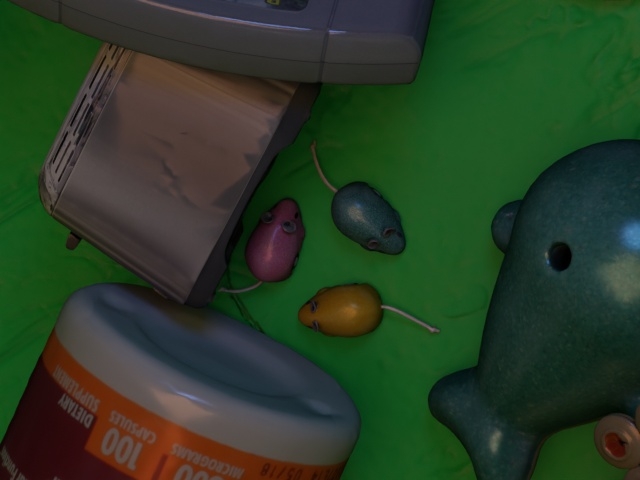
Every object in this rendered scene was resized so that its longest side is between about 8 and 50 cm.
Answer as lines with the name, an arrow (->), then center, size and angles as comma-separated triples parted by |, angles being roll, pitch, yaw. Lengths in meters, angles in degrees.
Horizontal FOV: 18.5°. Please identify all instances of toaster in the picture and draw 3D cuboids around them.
toaster -> -0.094, -0.076, 1.353 | 0.146, 0.129, 0.227 | 28, 105, -4

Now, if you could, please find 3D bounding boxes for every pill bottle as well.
pill bottle -> -0.149, 0.247, 1.360 | 0.224, 0.224, 0.392 | 26, 100, 9

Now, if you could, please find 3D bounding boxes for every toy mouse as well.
toy mouse -> 0.000, 0.000, 1.402 | 0.161, 0.031, 0.143 | -2, 95, 13

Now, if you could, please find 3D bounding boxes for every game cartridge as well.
game cartridge -> -0.065, -0.196, 1.305 | 0.294, 0.196, 0.060 | 12, 142, 2

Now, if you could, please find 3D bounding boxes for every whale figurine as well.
whale figurine -> 0.164, 0.053, 1.302 | 0.272, 0.141, 0.216 | -47, 56, 24

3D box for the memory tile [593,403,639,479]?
memory tile -> 0.240, 0.160, 1.216 | 0.113, 0.012, 0.148 | -31, 88, 42
